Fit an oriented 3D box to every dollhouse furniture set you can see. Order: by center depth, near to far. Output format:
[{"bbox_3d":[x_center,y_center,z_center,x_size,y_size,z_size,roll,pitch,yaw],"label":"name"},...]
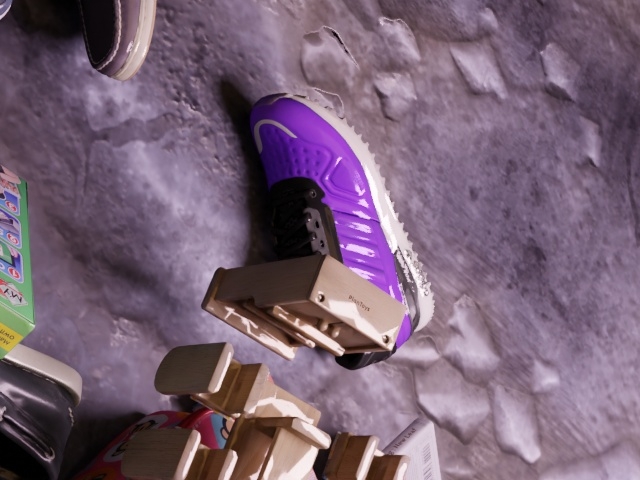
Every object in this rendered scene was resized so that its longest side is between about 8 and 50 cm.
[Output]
[{"bbox_3d":[-0.048,0.146,1.415,0.212,0.161,0.242,34,65,-29],"label":"dollhouse furniture set"}]

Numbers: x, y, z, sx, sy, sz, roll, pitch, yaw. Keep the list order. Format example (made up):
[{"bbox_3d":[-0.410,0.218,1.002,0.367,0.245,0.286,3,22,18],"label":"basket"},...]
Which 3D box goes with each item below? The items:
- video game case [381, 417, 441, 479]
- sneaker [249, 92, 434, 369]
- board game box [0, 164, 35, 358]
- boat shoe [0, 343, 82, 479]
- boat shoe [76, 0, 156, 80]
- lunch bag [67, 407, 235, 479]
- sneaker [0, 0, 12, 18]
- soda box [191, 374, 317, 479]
[{"bbox_3d":[0.060,0.309,1.609,0.193,0.023,0.212,-37,130,-41],"label":"video game case"},{"bbox_3d":[0.001,0.000,1.625,0.146,0.102,0.293,-42,109,-38],"label":"sneaker"},{"bbox_3d":[-0.359,-0.061,1.273,0.317,0.046,0.213,37,21,-30],"label":"board game box"},{"bbox_3d":[-0.332,0.121,1.284,0.340,0.127,0.113,29,50,-44],"label":"boat shoe"},{"bbox_3d":[-0.214,-0.283,1.501,0.092,0.103,0.285,3,75,-36],"label":"boat shoe"},{"bbox_3d":[-0.142,0.312,1.424,0.293,0.120,0.258,-40,112,-42],"label":"lunch bag"},{"bbox_3d":[-0.319,-0.251,1.354,0.226,0.163,0.086,23,64,-38],"label":"sneaker"},{"bbox_3d":[-0.049,0.222,1.561,0.063,0.058,0.183,-31,101,-42],"label":"soda box"}]
